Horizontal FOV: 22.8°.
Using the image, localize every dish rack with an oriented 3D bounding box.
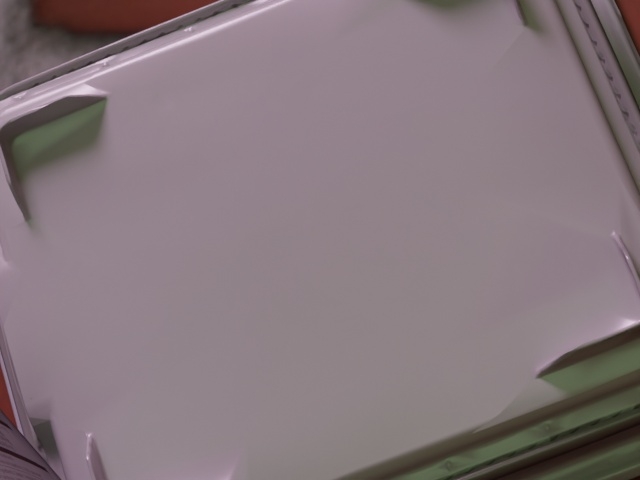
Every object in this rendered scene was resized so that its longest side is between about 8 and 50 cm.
[{"bbox_3d":[0.000,0.000,0.710,0.333,0.072,0.285,-21,71,5],"label":"dish rack"}]

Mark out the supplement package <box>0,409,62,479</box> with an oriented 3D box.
[{"bbox_3d":[-0.182,0.107,0.602,0.139,0.134,0.244,-43,71,-5],"label":"supplement package"}]
